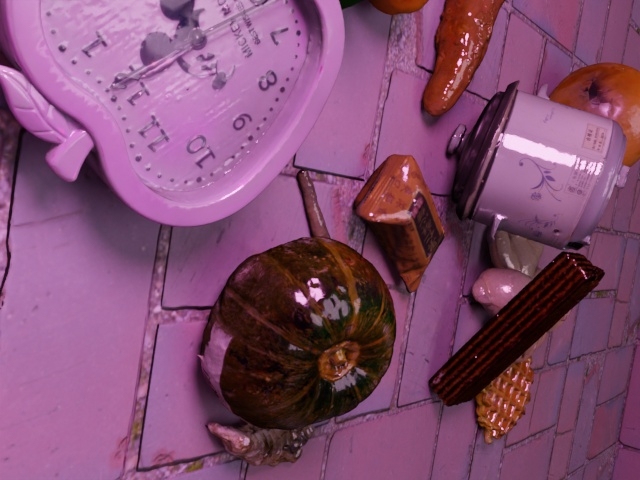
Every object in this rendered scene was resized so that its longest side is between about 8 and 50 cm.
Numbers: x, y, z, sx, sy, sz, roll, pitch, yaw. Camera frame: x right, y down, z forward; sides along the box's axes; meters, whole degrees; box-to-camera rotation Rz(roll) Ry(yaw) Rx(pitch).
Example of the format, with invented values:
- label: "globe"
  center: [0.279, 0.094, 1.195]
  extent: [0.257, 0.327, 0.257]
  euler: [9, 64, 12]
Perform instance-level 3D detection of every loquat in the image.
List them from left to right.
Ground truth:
- label: "loquat"
  center: [0.625, -0.266, 1.624]
  extent: [0.263, 0.263, 0.262]
  euler: [-19, 114, -50]

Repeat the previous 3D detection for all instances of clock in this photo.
- label: "clock"
  center: [-0.140, -0.182, 0.693]
  extent: [0.339, 0.102, 0.338]
  euler: [-19, 124, -31]

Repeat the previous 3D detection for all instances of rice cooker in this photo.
- label: "rice cooker"
  center: [0.371, -0.130, 1.294]
  extent: [0.264, 0.317, 0.316]
  euler: [56, 50, -79]

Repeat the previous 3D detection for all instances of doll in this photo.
- label: "doll"
  center: [0.412, 0.060, 1.559]
  extent: [0.149, 0.175, 0.278]
  euler: [116, 0, -59]

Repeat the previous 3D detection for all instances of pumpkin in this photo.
- label: "pumpkin"
  center: [-0.028, 0.109, 0.925]
  extent: [0.260, 0.189, 0.260]
  euler: [-22, 131, -27]

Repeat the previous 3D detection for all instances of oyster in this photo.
- label: "oyster"
  center: [-0.071, 0.284, 1.003]
  extent: [0.200, 0.061, 0.106]
  euler: [-4, 104, -53]

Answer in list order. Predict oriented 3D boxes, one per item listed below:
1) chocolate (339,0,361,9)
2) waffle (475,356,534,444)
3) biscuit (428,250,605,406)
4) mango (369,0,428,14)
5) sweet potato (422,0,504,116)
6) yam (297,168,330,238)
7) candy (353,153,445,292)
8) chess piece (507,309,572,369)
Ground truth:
- label: "chocolate"
  center: [0.000, -0.487, 0.802]
  extent: [0.341, 0.162, 0.359]
  euler: [22, 82, -50]
- label: "waffle"
  center: [0.426, 0.347, 1.697]
  extent: [0.238, 0.059, 0.243]
  euler: [-29, 120, -42]
- label: "biscuit"
  center: [0.367, 0.169, 1.376]
  extent: [0.388, 0.073, 0.107]
  euler: [-49, 152, 24]
- label: "mango"
  center: [0.116, -0.426, 1.016]
  extent: [0.145, 0.113, 0.219]
  euler: [11, 86, -51]
- label: "sweet potato"
  center: [0.251, -0.374, 1.229]
  extent: [0.106, 0.095, 0.354]
  euler: [80, 31, -71]
- label: "yam"
  center: [0.001, -0.001, 1.055]
  extent: [0.027, 0.029, 0.234]
  euler: [-76, 153, -54]
- label: "candy"
  center: [0.142, -0.027, 1.175]
  extent: [0.143, 0.101, 0.271]
  euler: [-58, 145, -16]
- label: "chess piece"
  center: [0.448, 0.205, 1.615]
  extent: [0.307, 0.139, 0.124]
  euler: [-32, 101, -45]
